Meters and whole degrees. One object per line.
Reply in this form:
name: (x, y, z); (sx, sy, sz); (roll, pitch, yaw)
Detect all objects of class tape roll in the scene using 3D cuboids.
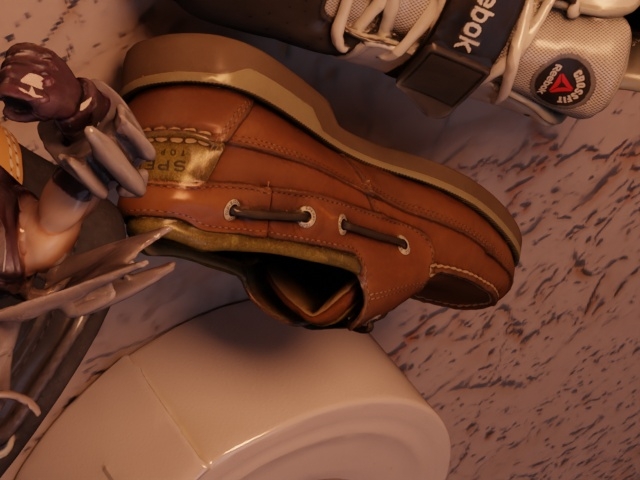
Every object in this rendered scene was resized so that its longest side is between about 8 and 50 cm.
tape roll: (-0.058, 0.171, 1.024); (0.286, 0.100, 0.286); (-25, 144, -20)

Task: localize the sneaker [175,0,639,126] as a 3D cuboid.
sneaker: (0.078, -0.124, 0.781); (0.330, 0.146, 0.122); (-5, 134, -39)

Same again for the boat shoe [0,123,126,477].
boat shoe: (-0.247, 0.153, 0.739); (0.156, 0.187, 0.500); (20, 111, -35)

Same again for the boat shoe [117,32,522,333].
boat shoe: (0.000, 0.000, 0.848); (0.110, 0.104, 0.307); (-10, 156, 40)

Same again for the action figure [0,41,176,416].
action figure: (-0.156, -0.057, 0.534); (0.185, 0.099, 0.285); (-15, 102, 3)
